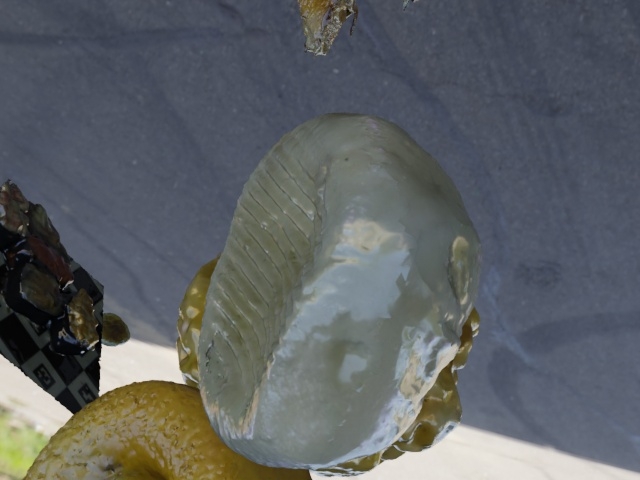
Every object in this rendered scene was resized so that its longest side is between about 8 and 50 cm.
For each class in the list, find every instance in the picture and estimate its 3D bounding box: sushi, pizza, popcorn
[{"bbox_3d":[-0.359,0.055,1.149,0.059,0.292,0.294,-31,125,13],"label":"sushi"},{"bbox_3d":[0.013,-0.348,1.125,0.069,0.226,0.147,12,138,-43],"label":"pizza"},{"bbox_3d":[0.016,0.143,1.180,0.390,0.344,0.354,-22,153,13],"label":"popcorn"}]

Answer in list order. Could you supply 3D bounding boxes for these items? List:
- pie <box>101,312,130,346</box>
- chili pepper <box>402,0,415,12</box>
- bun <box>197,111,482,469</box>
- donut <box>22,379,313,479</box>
[{"bbox_3d":[-0.419,0.178,1.766,0.084,0.084,0.020,24,126,-10],"label":"pie"},{"bbox_3d":[0.100,-0.312,0.873,0.045,0.027,0.178,44,142,46],"label":"chili pepper"},{"bbox_3d":[0.016,0.034,0.537,0.133,0.231,0.231,20,158,-23],"label":"bun"},{"bbox_3d":[-0.131,0.232,0.683,0.277,0.278,0.108,4,151,32],"label":"donut"}]
